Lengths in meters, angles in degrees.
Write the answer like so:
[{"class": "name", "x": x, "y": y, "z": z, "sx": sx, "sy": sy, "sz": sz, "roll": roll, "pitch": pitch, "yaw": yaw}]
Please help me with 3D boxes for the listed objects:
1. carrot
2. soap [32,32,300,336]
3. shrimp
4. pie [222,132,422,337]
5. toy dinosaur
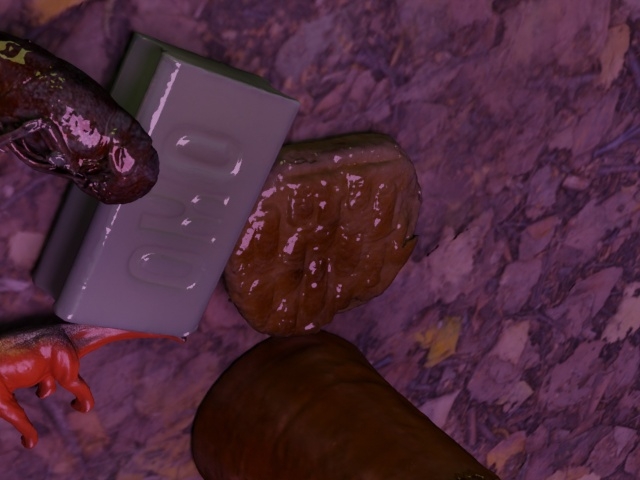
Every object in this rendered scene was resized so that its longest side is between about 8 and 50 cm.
[{"class": "carrot", "x": 0.032, "y": 0.211, "z": 0.872, "sx": 0.196, "sy": 0.254, "sz": 0.196, "roll": -17, "pitch": 123, "yaw": -29}, {"class": "soap", "x": -0.110, "y": -0.034, "z": 0.730, "sx": 0.119, "sy": 0.066, "sz": 0.198, "roll": 13, "pitch": 110, "yaw": -40}, {"class": "shrimp", "x": -0.183, "y": -0.085, "z": 0.622, "sx": 0.190, "sy": 0.075, "sz": 0.073, "roll": 32, "pitch": 103, "yaw": -24}, {"class": "pie", "x": 0.000, "y": 0.000, "z": 0.851, "sx": 0.195, "sy": 0.046, "sz": 0.195, "roll": -18, "pitch": 126, "yaw": -27}, {"class": "toy dinosaur", "x": -0.235, "y": 0.101, "z": 0.737, "sx": 0.280, "sy": 0.055, "sz": 0.101, "roll": -20, "pitch": 119, "yaw": -24}]
